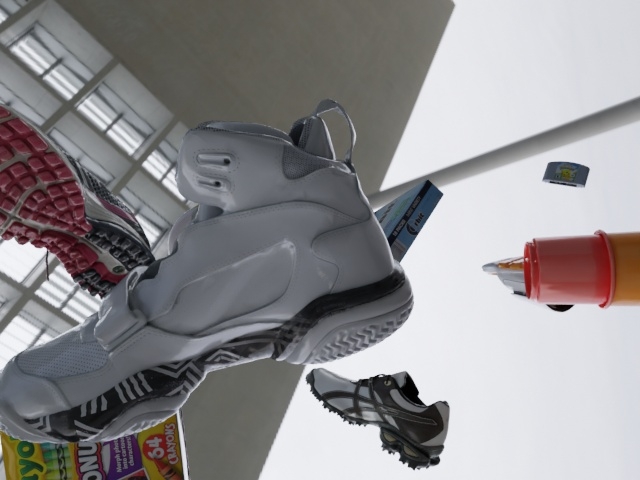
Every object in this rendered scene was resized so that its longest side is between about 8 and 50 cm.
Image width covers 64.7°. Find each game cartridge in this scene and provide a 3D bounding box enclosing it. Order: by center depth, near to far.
[{"bbox_3d":[0.514,-0.140,1.057,0.055,0.083,0.017,-62,-32,-25],"label":"game cartridge"}]

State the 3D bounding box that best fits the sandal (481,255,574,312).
[{"bbox_3d":[0.324,0.060,0.664,0.102,0.265,0.076,-7,-88,-29],"label":"sandal"}]

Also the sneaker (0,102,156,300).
[{"bbox_3d":[-0.315,-0.044,0.600,0.112,0.121,0.299,59,178,44],"label":"sneaker"}]

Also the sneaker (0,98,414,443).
[{"bbox_3d":[-0.115,0.019,0.423,0.366,0.137,0.210,-16,-73,-4],"label":"sneaker"}]

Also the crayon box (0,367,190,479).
[{"bbox_3d":[-0.433,0.400,0.993,0.314,0.106,0.362,-6,-86,-11],"label":"crayon box"}]

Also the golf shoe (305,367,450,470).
[{"bbox_3d":[0.072,0.195,0.633,0.077,0.198,0.093,22,-89,-58],"label":"golf shoe"}]

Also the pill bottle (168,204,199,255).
[{"bbox_3d":[-0.159,-0.015,0.879,0.136,0.137,0.245,62,-170,-11],"label":"pill bottle"}]

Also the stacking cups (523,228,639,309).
[{"bbox_3d":[0.348,0.017,0.438,0.096,0.317,0.095,0,-90,-77],"label":"stacking cups"}]

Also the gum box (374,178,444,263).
[{"bbox_3d":[0.105,-0.007,0.841,0.041,0.184,0.157,41,-116,-9],"label":"gum box"}]
